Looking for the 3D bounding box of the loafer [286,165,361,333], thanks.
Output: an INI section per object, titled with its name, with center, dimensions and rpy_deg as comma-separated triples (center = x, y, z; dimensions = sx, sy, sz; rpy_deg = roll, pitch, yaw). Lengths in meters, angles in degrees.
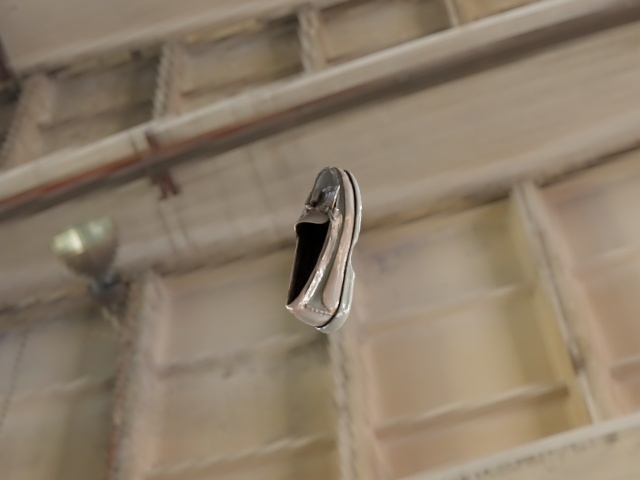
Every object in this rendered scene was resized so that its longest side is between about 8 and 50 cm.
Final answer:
[loafer]
center = 0.000, 0.000, 1.192
dimensions = 0.045, 0.039, 0.125
rpy_deg = -36, -139, 44
